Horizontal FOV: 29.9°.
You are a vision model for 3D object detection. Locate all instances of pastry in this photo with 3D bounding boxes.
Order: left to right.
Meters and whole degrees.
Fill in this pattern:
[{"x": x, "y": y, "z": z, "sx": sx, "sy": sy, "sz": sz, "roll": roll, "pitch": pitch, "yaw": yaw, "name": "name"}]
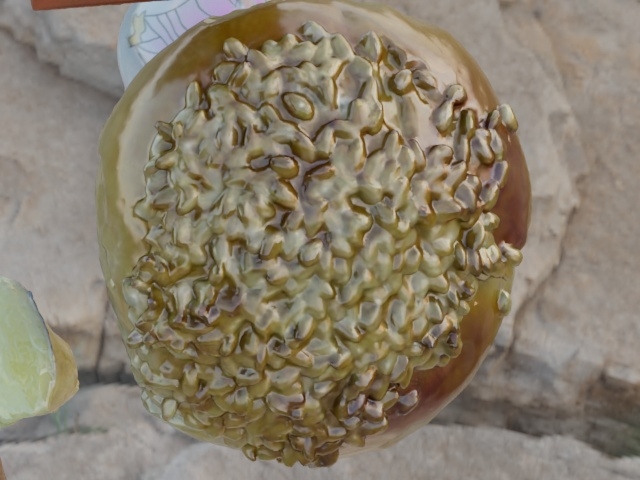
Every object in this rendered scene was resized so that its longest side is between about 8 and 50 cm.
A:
[{"x": 0.000, "y": 0.000, "z": 0.991, "sx": 0.409, "sy": 0.409, "sz": 0.245, "roll": -16, "pitch": 21, "yaw": -14, "name": "pastry"}]

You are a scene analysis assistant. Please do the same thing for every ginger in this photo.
[{"x": -0.373, "y": 0.131, "z": 1.516, "sx": 0.115, "sy": 0.122, "sz": 0.193, "roll": -17, "pitch": 86, "yaw": 18, "name": "ginger"}]

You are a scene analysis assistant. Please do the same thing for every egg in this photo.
[{"x": -0.096, "y": -0.229, "z": 1.345, "sx": 0.271, "sy": 0.196, "sz": 0.196, "roll": -17, "pitch": 46, "yaw": 14, "name": "egg"}]

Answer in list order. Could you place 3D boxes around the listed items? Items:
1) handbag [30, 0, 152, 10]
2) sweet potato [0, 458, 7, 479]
[{"x": -0.126, "y": -0.241, "z": 0.886, "sx": 0.190, "sy": 0.127, "sz": 0.063, "roll": -7, "pitch": 46, "yaw": -10, "name": "handbag"}, {"x": -0.333, "y": 0.245, "z": 1.149, "sx": 0.072, "sy": 0.066, "sz": 0.314, "roll": -29, "pitch": 52, "yaw": -1, "name": "sweet potato"}]
